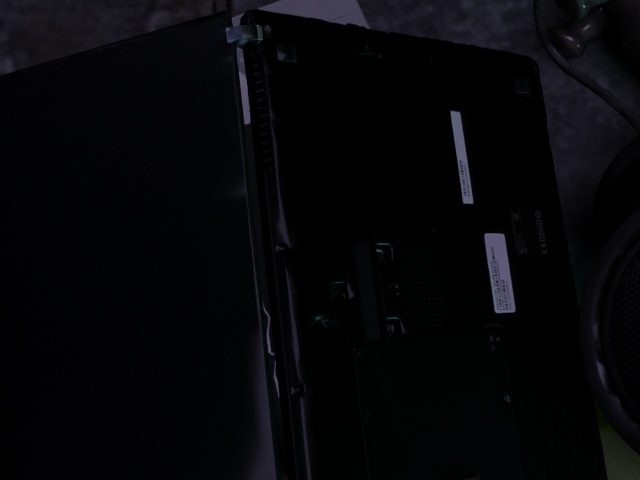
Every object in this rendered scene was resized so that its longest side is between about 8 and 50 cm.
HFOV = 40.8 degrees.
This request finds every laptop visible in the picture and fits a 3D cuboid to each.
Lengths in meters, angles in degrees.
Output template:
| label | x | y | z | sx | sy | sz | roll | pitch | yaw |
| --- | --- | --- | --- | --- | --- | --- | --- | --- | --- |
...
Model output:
| label | x | y | z | sx | sy | sz | roll | pitch | yaw |
| --- | --- | --- | --- | --- | --- | --- | --- | --- | --- |
| laptop | -0.021 | 0.034 | 0.389 | 0.264 | 0.136 | 0.235 | 0 | 79 | -33 |

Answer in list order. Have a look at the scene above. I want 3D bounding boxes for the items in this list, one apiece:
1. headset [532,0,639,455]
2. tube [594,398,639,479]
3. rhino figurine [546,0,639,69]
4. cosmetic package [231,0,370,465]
| label | x | y | z | sx | sy | sz | roll | pitch | yaw |
| --- | --- | --- | --- | --- | --- | --- | --- | --- | --- |
| headset | 0.218 | 0.001 | 0.399 | 0.185 | 0.243 | 0.394 | -30 | 98 | 27 |
| tube | 0.190 | 0.151 | 0.445 | 0.070 | 0.062 | 0.240 | 29 | 35 | -38 |
| rhino figurine | 0.191 | -0.160 | 0.539 | 0.106 | 0.073 | 0.243 | -36 | 84 | -11 |
| cosmetic package | 0.000 | 0.000 | 0.455 | 0.127 | 0.107 | 0.238 | -24 | 86 | -11 |
